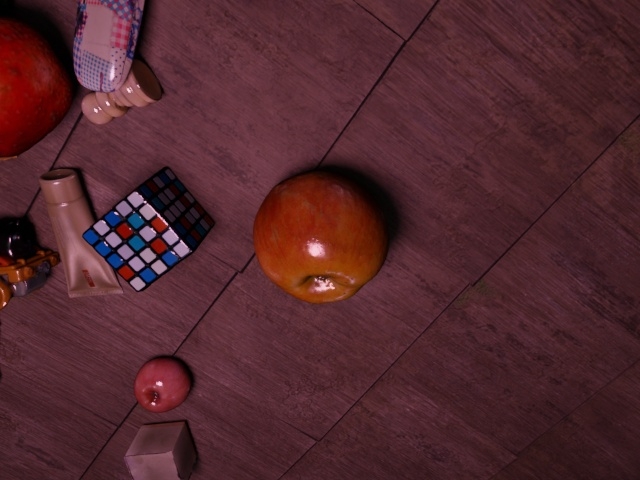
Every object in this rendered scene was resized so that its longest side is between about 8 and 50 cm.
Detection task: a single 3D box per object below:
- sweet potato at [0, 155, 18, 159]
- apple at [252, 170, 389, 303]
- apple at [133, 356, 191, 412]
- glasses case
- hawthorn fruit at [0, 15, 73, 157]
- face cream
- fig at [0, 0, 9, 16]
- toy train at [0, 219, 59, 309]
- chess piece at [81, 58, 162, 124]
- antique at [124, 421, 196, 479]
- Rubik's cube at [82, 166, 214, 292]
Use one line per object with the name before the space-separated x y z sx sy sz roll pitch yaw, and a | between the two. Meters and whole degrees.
sweet potato | -0.757 -0.289 1.058 0.077 0.077 0.244 -15 113 9
apple | 0.000 0.000 1.038 0.301 0.302 0.302 1 113 3
apple | -0.434 0.396 1.311 0.153 0.120 0.154 1 113 3
glasses case | -0.406 -0.453 0.931 0.125 0.076 0.328 17 100 23
hawthorn fruit | -0.647 -0.287 0.921 0.265 0.307 0.265 15 143 12
face cream | -0.592 -0.003 1.176 0.137 0.084 0.342 -5 120 -5
fig | -0.685 -0.515 0.939 0.123 0.123 0.156 -8 96 7
toy train | -0.848 0.047 1.166 0.368 0.163 0.232 -4 105 5
chess piece | -0.435 -0.304 1.029 0.170 0.094 0.094 -25 110 17
antique | -0.456 0.625 1.395 0.146 0.148 0.152 -7 112 5
Rubik's cube | -0.382 -0.027 1.091 0.182 0.187 0.184 -33 109 15
